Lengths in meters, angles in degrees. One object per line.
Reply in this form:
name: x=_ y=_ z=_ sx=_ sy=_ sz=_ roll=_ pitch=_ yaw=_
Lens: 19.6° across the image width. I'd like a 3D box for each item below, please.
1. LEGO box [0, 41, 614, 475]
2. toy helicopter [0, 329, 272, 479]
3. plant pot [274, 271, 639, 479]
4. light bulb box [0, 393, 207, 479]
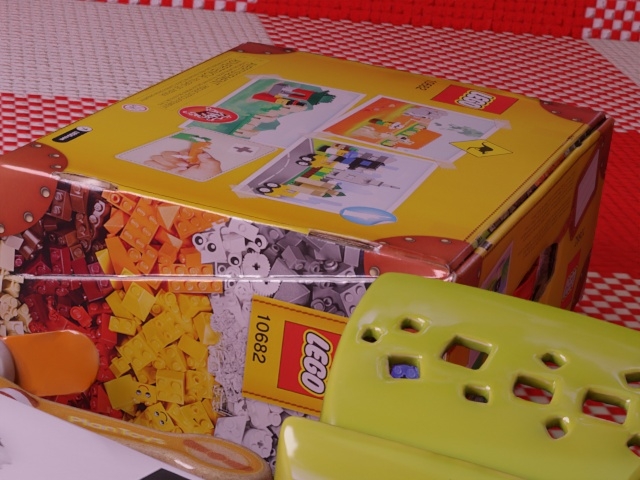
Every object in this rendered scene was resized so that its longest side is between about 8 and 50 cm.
LEGO box: x=0.000 y=0.000 z=1.545 sx=0.372 sy=0.193 sz=0.500 roll=14 pitch=21 yaw=18
toy helicopter: x=-0.208 y=0.127 z=1.282 sx=0.355 sy=0.140 sz=0.235 roll=15 pitch=10 yaw=-8
plant pot: x=0.088 y=0.176 z=1.061 sx=0.228 sy=0.227 sz=0.207 roll=15 pitch=27 yaw=20
light bulb box: x=-0.180 y=0.224 z=0.724 sx=0.358 sy=0.225 sz=0.361 roll=20 pitch=15 yaw=16
